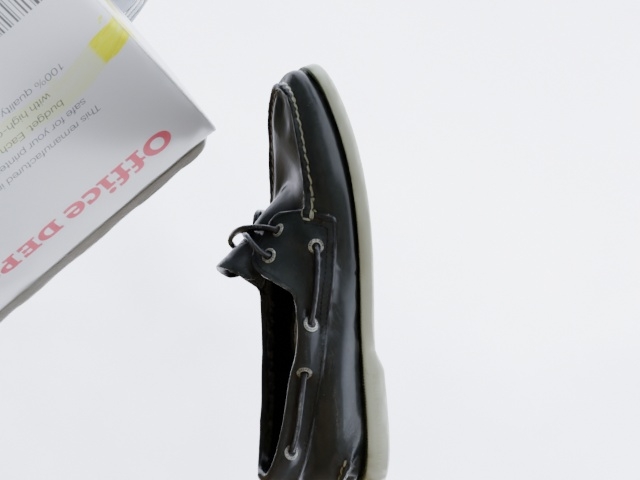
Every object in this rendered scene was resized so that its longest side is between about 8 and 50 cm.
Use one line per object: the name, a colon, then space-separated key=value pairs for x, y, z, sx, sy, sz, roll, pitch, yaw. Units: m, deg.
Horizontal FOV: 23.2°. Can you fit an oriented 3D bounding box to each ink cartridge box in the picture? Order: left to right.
ink cartridge box: x=-0.292 y=-0.123 z=1.141 sx=0.160 sy=0.279 sz=0.385 roll=52 pitch=2 yaw=32

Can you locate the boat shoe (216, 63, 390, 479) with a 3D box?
boat shoe: x=-0.025 y=0.033 z=1.226 sx=0.127 sy=0.113 sz=0.340 roll=-174 pitch=-102 yaw=-73

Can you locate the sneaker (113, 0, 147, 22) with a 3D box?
sneaker: x=-0.252 y=-0.301 z=1.833 sx=0.091 sy=0.258 sz=0.094 roll=39 pitch=-9 yaw=2
